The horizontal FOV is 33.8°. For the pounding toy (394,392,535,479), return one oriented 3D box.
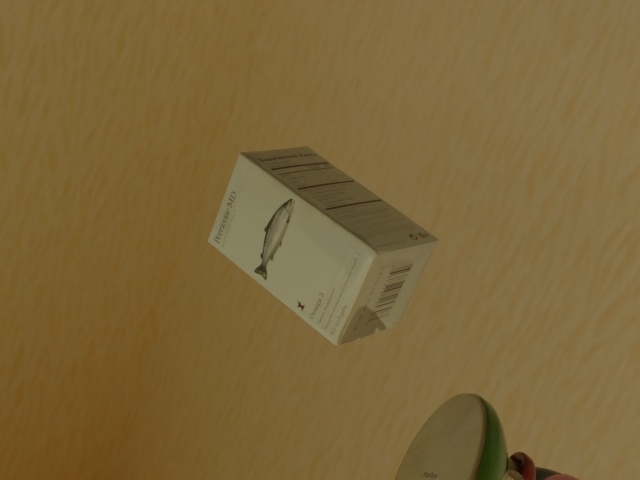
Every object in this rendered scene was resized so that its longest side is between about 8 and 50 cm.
[{"bbox_3d":[0.161,0.268,1.056,0.110,0.183,0.237,29,-168,-12],"label":"pounding toy"}]

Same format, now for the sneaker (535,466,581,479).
[{"bbox_3d":[0.193,0.364,1.145,0.131,0.112,0.319,-12,-152,48],"label":"sneaker"}]

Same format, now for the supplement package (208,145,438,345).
[{"bbox_3d":[0.000,0.000,1.001,0.179,0.105,0.105,36,-152,29],"label":"supplement package"}]
